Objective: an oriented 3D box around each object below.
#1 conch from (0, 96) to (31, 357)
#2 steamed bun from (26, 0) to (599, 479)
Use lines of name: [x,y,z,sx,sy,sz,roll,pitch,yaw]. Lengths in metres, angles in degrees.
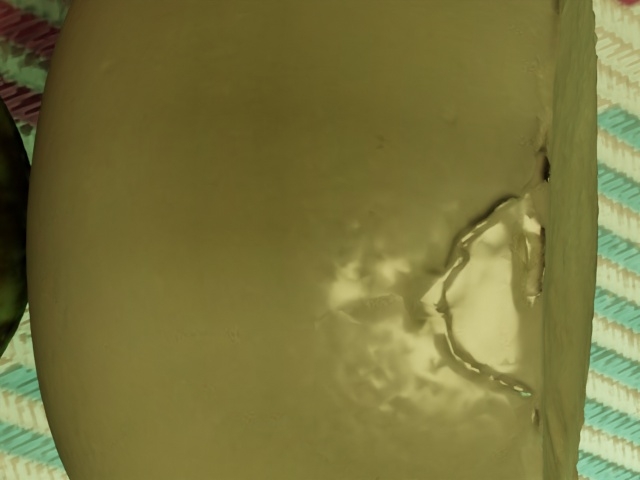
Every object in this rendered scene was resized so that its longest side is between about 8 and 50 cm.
conch: [-0.198,-0.013,0.749,0.187,0.124,0.181,27,114,-9]
steamed bun: [0.000,0.000,0.769,0.206,0.324,0.324,2,121,10]
